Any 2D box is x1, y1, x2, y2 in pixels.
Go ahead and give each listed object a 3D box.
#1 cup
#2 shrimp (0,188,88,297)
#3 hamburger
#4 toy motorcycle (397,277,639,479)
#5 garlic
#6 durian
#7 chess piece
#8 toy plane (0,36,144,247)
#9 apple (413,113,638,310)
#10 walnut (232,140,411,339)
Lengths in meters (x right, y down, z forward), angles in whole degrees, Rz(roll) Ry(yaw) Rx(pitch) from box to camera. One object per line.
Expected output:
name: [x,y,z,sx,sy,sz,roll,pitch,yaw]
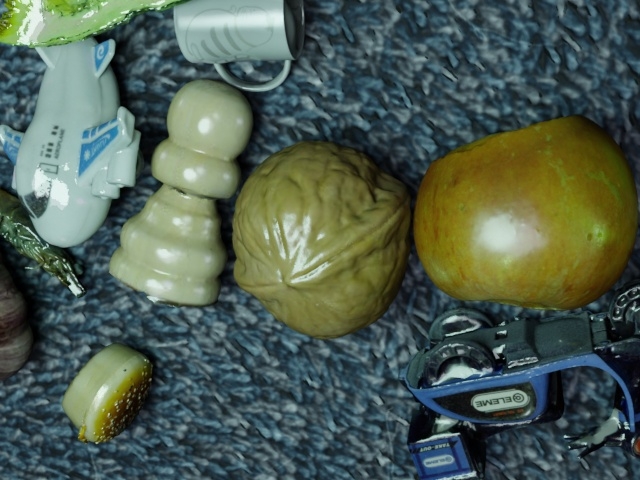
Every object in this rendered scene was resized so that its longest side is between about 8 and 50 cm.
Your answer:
cup: [-0.088,-0.236,1.093,0.133,0.099,0.136,0,103,12]
shrimp: [-0.393,0.011,1.202,0.217,0.150,0.051,41,118,-6]
hamburger: [-0.271,0.202,1.234,0.081,0.126,0.141,39,104,11]
toy motorcycle: [0.265,0.169,1.109,0.358,0.125,0.213,-15,109,18]
garlic: [-0.494,0.099,1.234,0.244,0.160,0.245,6,110,16]
durian: [-0.193,-0.312,1.053,0.351,0.158,0.169,-10,89,17]
chess piece: [-0.151,-0.062,1.143,0.142,0.143,0.261,21,101,7]
toy plane: [-0.302,-0.125,1.142,0.266,0.122,0.267,-4,84,43]
apple: [0.218,-0.032,1.019,0.236,0.237,0.208,3,82,12]
walnut: [0.000,0.000,1.069,0.228,0.228,0.228,3,105,12]
